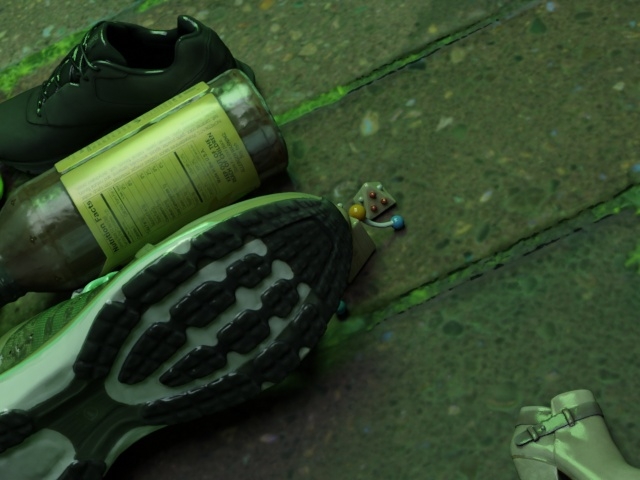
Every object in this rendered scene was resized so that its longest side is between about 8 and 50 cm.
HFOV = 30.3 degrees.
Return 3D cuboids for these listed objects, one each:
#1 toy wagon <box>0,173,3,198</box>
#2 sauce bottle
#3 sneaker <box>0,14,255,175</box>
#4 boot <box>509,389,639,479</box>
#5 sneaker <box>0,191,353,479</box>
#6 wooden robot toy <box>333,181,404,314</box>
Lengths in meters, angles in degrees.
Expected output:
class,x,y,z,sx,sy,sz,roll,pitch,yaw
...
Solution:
class,x,y,z,sx,sy,sz,roll,pitch,yaw
toy wagon,-0.445,-0.009,1.187,0.267,0.068,0.344,-17,52,11
sauce bottle,-0.198,-0.028,1.050,0.344,0.111,0.111,-29,51,-6
sneaker,-0.214,-0.153,1.150,0.286,0.130,0.109,-15,55,14
boot,0.192,0.146,0.833,0.118,0.042,0.087,-9,53,16
sneaker,-0.165,0.067,0.960,0.410,0.158,0.182,-33,34,9
wooden robot toy,0.000,0.000,0.988,0.076,0.079,0.173,23,68,33
